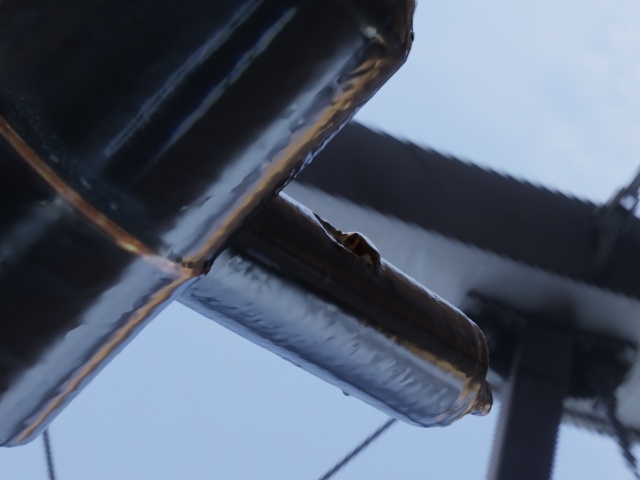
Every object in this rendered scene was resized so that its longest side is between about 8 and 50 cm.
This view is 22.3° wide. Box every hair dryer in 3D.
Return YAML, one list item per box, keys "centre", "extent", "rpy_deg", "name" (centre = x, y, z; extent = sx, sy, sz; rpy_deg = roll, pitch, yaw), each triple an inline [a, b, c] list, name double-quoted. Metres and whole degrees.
- centre: [0.000, 0.000, 0.588]
  extent: [0.107, 0.189, 0.352]
  rpy_deg: [52, -168, 34]
  name: "hair dryer"
